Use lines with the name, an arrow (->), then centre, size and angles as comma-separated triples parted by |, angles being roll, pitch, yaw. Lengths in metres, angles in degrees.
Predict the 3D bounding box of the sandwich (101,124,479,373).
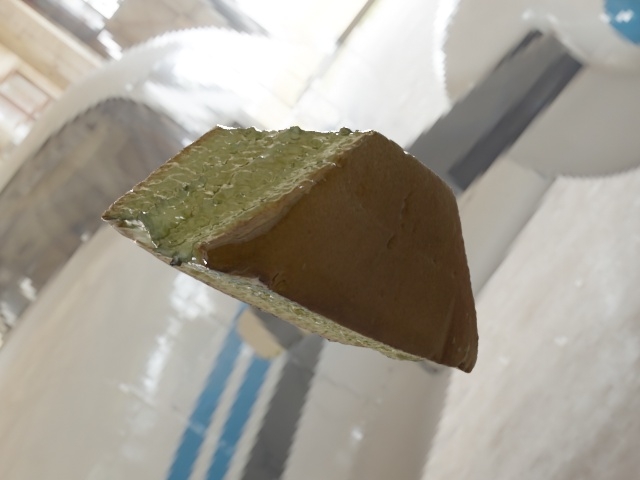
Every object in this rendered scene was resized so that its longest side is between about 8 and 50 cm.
sandwich -> 0.000, 0.000, 0.749 | 0.258, 0.094, 0.096 | 31, -112, -56
